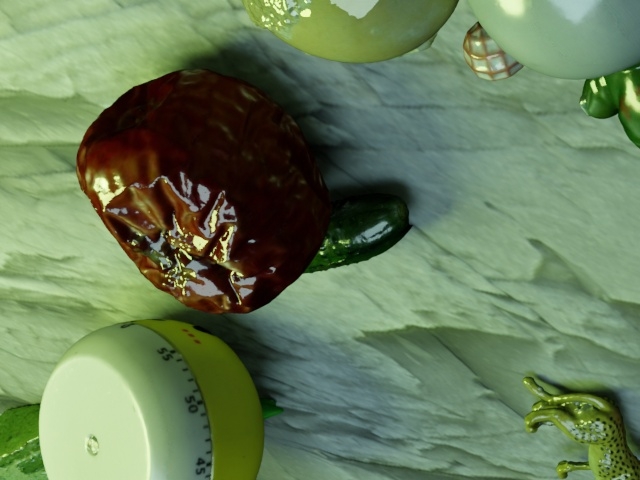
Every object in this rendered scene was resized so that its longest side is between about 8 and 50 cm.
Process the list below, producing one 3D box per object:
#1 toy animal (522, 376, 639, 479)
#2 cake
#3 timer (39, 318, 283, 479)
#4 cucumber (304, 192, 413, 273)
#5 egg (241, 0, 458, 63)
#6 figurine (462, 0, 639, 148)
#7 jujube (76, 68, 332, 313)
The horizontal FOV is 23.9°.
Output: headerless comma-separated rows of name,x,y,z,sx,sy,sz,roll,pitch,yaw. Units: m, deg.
toy animal,0.309,0.217,1.676,0.136,0.073,0.181,-13,117,23
cake,-0.329,0.272,1.978,0.235,0.099,0.100,-13,131,32
timer,-0.161,0.216,1.768,0.285,0.285,0.285,12,139,11
cucumber,0.000,0.000,1.563,0.227,0.069,0.069,-17,127,39
egg,0.022,-0.222,1.236,0.201,0.164,0.164,13,141,30
figurine,0.245,-0.169,1.198,0.281,0.167,0.370,-23,130,30
jujube,-0.111,-0.048,1.463,0.213,0.213,0.232,-17,122,36
